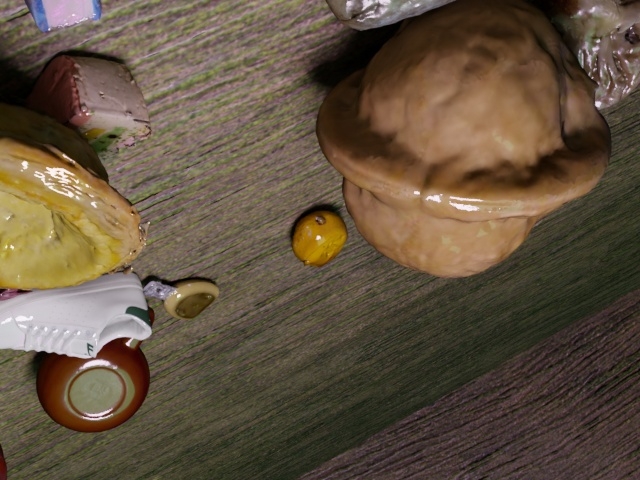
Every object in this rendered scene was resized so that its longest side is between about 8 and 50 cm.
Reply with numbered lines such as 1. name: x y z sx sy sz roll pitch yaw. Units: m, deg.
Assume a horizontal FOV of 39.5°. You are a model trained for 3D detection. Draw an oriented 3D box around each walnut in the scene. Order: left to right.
1. walnut: 0.182 -0.128 1.149 0.383 0.383 0.383 -24 153 -13

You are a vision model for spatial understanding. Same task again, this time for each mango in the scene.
1. mango: 0.000 0.000 1.519 0.101 0.066 0.187 -37 159 -5

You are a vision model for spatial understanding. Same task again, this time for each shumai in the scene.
1. shumai: 0.390 -0.303 1.299 0.175 0.166 0.206 17 103 -45

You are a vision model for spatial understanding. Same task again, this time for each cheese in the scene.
1. cheese: -0.235 0.088 1.460 0.086 0.036 0.162 -38 153 13

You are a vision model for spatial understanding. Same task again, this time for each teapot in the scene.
1. teapot: -0.359 0.201 1.452 0.178 0.135 0.252 39 91 -32

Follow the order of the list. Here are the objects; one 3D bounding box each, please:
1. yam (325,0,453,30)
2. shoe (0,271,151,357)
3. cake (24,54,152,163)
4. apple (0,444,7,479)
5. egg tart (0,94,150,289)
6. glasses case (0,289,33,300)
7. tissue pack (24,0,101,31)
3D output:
1. yam: 0.158 -0.336 1.024 0.330 0.133 0.133 -25 153 -2
2. shoe: -0.371 0.125 1.305 0.265 0.110 0.095 -18 152 -30
3. cake: -0.295 -0.127 1.020 0.225 0.090 0.109 -27 161 38
4. apple: -0.608 0.376 1.395 0.234 0.234 0.234 -24 153 -13
5. egg tart: -0.332 -0.052 0.926 0.315 0.120 0.315 3 151 2
6. glasses case: -0.443 0.049 1.140 0.193 0.070 0.102 5 138 -49
7. tissue pack: -0.229 -0.264 0.720 0.065 0.155 0.115 -21 151 -21
